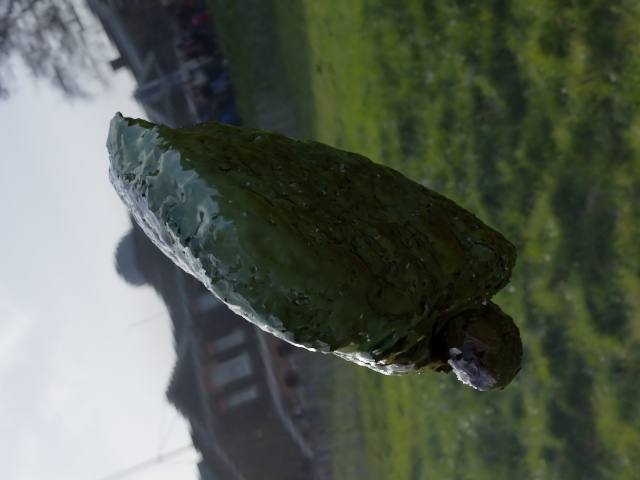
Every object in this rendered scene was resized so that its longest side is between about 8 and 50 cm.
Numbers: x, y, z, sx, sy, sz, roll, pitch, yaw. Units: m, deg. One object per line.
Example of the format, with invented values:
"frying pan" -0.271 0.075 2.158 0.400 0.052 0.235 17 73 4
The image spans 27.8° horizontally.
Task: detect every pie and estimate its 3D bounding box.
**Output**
"pie" -0.023 -0.010 1.222 0.418 0.180 0.395 19 -170 -48
